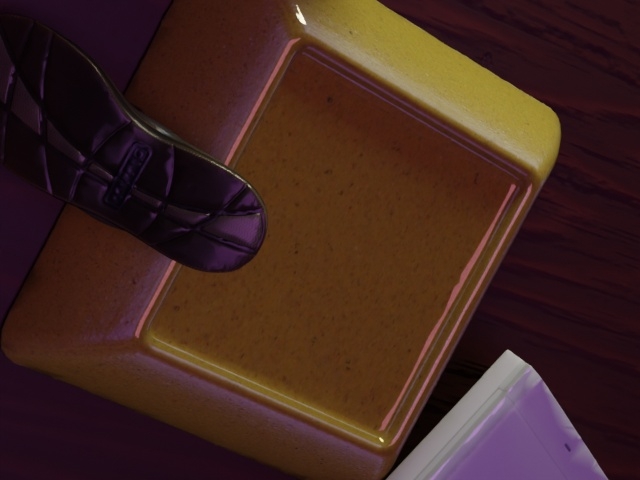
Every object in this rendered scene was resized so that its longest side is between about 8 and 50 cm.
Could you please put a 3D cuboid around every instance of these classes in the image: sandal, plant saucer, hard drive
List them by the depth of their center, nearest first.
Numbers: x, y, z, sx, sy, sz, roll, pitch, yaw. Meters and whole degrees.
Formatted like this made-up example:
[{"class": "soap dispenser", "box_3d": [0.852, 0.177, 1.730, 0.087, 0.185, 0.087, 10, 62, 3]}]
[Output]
[{"class": "sandal", "box_3d": [-0.128, -0.059, 1.092, 0.219, 0.060, 0.090, 31, 98, -2]}, {"class": "plant saucer", "box_3d": [0.000, 0.000, 1.198, 0.332, 0.081, 0.333, 27, 92, -32]}, {"class": "hard drive", "box_3d": [0.082, 0.250, 1.319, 0.307, 0.040, 0.203, -46, 137, -9]}]
